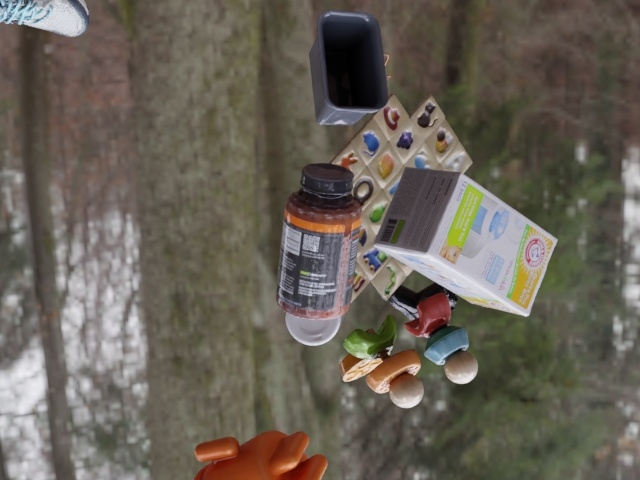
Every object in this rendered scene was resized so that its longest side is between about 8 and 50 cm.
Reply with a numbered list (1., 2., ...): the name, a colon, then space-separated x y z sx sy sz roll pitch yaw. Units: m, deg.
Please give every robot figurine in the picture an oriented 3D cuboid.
1. robot figurine: -0.095 0.344 1.770 0.219 0.158 0.128 -34 -131 27

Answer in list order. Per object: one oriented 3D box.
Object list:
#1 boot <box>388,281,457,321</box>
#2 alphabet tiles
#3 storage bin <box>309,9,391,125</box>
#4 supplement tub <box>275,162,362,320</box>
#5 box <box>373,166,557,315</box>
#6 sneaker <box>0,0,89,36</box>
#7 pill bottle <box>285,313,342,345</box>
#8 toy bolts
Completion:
1. boot: 0.186 0.100 2.346 0.099 0.121 0.045 -28 -144 29
2. alphabet tiles: 0.116 -0.070 2.155 0.342 0.285 0.011 -48 -143 -14
3. storage bin: 0.034 -0.213 1.631 0.098 0.135 0.091 0 163 -18
4. supplement tub: 0.000 0.000 1.700 0.106 0.198 0.106 6 -159 -3
5. box: 0.185 0.002 1.597 0.203 0.114 0.103 31 168 -36
6. sneaker: -0.470 -0.355 1.868 0.283 0.110 0.122 23 -137 -34
7. pill bottle: -0.007 0.145 2.619 0.112 0.112 0.187 -1 -174 5
8. toy bolts: 0.163 0.223 2.271 0.228 0.218 0.158 -23 -112 -25
